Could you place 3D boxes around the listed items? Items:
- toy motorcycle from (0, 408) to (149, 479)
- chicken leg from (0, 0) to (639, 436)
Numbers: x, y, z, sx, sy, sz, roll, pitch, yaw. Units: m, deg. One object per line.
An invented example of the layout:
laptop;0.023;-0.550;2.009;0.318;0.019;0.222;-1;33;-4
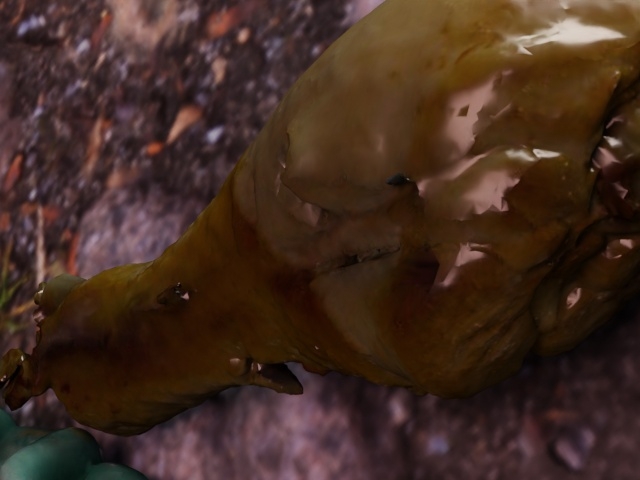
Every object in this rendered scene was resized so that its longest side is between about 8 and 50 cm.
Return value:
toy motorcycle;-0.194;0.141;0.684;0.296;0.198;0.109;29;126;51
chicken leg;0.000;0.000;0.615;0.429;0.152;0.201;-26;49;36
